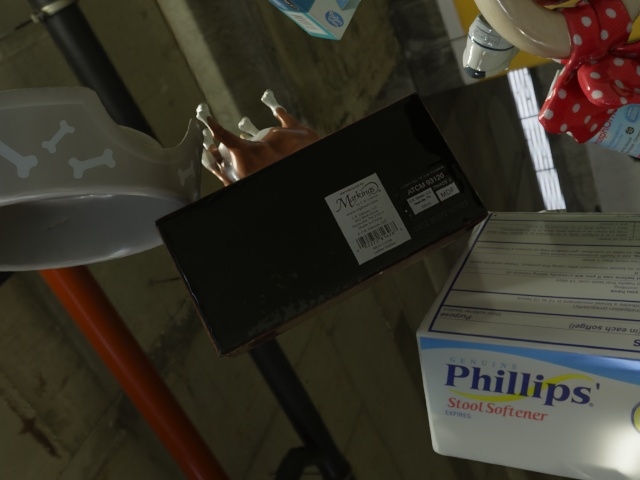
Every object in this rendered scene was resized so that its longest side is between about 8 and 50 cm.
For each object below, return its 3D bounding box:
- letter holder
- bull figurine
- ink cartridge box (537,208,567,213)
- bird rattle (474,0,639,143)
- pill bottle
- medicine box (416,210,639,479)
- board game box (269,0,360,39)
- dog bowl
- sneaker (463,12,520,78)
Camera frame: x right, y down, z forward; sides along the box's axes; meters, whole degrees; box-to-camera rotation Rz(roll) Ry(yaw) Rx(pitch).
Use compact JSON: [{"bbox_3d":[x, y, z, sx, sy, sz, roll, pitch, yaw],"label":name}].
[{"bbox_3d":[0.000,0.000,0.774,0.152,0.301,0.214,61,173,10],"label":"letter holder"},{"bbox_3d":[-0.070,-0.144,1.088,0.188,0.101,0.310,43,-152,11],"label":"bull figurine"},{"bbox_3d":[0.327,-0.005,1.053,0.180,0.104,0.060,-6,-103,-59],"label":"ink cartridge box"},{"bbox_3d":[0.215,-0.220,0.574,0.143,0.206,0.254,-124,54,-78],"label":"bird rattle"},{"bbox_3d":[0.373,-0.165,0.879,0.087,0.160,0.087,20,-90,-78],"label":"pill bottle"},{"bbox_3d":[0.271,0.091,0.701,0.289,0.263,0.149,-47,-47,-52],"label":"medicine box"},{"bbox_3d":[0.002,-0.489,0.920,0.253,0.079,0.336,27,-88,-43],"label":"board game box"},{"bbox_3d":[-0.298,-0.051,0.779,0.348,0.348,0.102,10,-116,-61],"label":"dog bowl"},{"bbox_3d":[0.287,-0.326,1.097,0.258,0.094,0.091,-34,-26,-48],"label":"sneaker"}]
